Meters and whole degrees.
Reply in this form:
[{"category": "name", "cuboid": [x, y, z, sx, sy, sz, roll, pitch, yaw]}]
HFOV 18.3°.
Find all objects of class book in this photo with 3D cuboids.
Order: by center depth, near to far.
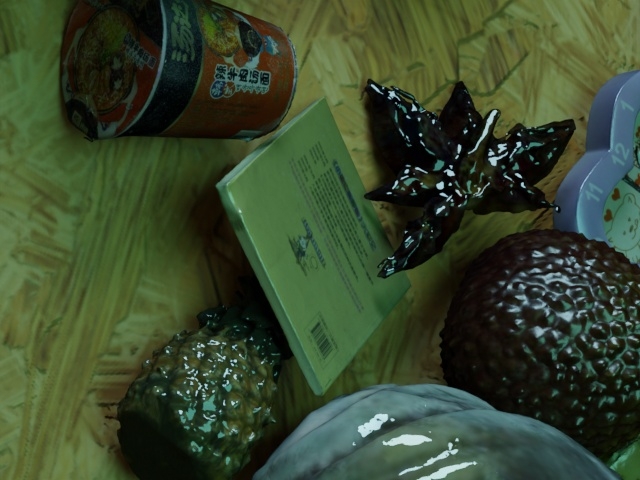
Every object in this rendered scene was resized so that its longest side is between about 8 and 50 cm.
[{"category": "book", "cuboid": [0.000, 0.000, 1.454, 0.168, 0.013, 0.192, 65, 30, -12]}]

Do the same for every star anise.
[{"category": "star anise", "cuboid": [0.099, -0.065, 1.545, 0.212, 0.053, 0.157, -24, 68, -20]}]

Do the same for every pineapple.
[{"category": "pineapple", "cuboid": [-0.065, 0.088, 1.419, 0.108, 0.108, 0.198, 50, 51, -20]}]

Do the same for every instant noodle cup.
[{"category": "instant noodle cup", "cuboid": [-0.094, -0.122, 1.403, 0.135, 0.127, 0.127, 9, 82, -40]}]

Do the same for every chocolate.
[{"category": "chocolate", "cuboid": [0.046, 0.219, 1.391, 0.213, 0.303, 0.303, 41, 64, 1]}]

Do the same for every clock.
[{"category": "clock", "cuboid": [0.273, -0.036, 1.657, 0.172, 0.064, 0.198, 32, 70, -27]}]

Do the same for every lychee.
[{"category": "lychee", "cuboid": [0.181, 0.082, 1.525, 0.194, 0.194, 0.194, 3, 85, -33]}]

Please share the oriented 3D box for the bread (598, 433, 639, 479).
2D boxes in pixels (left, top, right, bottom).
[{"category": "bread", "cuboid": [0.241, 0.194, 1.618, 0.157, 0.083, 0.094, -7, 103, -34]}]
